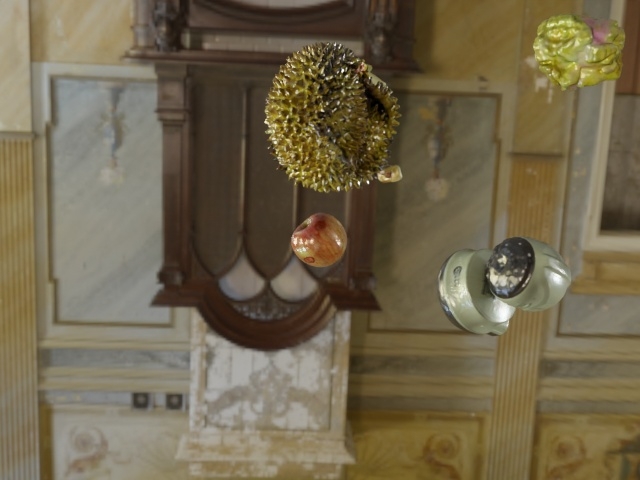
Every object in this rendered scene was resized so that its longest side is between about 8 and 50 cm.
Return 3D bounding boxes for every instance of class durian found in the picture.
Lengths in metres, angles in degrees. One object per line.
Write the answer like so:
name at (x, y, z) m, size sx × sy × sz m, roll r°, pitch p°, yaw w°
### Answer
durian at (0.011, -0.232, 1.512) m, size 0.258 × 0.293 × 0.258 m, roll 3°, pitch 175°, yaw 0°

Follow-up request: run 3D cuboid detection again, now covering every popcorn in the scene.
popcorn at (0.427, -0.317, 1.359) m, size 0.145 × 0.126 × 0.126 m, roll -2°, pitch -141°, yaw 23°

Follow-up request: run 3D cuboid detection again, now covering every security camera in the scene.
security camera at (0.408, 0.090, 1.797) m, size 0.191 × 0.197 × 0.277 m, roll 24°, pitch 152°, yaw -31°

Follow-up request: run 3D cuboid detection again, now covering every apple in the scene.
apple at (0.000, 0.000, 2.172) m, size 0.146 × 0.131 × 0.146 m, roll -36°, pitch -160°, yaw 15°

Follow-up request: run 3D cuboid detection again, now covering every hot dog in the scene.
hot dog at (0.128, -0.127, 1.579) m, size 0.034 × 0.030 × 0.090 m, roll -19°, pitch -170°, yaw -9°

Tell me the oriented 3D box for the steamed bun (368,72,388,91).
steamed bun at (0.041, -0.318, 2.104) m, size 0.231 × 0.273 × 0.166 m, roll 26°, pitch -177°, yaw -16°
